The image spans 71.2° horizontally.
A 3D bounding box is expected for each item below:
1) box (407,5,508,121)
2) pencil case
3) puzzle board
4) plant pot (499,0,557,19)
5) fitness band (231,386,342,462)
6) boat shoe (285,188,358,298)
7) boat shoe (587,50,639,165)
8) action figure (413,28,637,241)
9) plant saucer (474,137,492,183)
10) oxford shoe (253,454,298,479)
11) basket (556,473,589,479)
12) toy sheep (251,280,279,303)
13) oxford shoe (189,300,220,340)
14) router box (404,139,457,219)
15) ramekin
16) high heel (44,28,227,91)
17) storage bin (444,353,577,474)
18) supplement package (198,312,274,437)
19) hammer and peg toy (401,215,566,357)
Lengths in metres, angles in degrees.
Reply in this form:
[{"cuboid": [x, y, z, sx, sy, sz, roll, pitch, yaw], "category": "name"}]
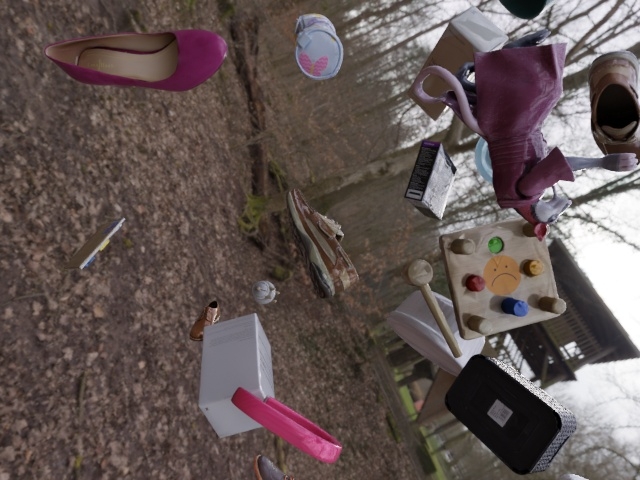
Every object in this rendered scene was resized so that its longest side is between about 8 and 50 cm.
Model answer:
[{"cuboid": [0.406, -0.529, 1.370, 0.148, 0.121, 0.311, 47, -23, 8], "category": "box"}, {"cuboid": [-0.010, -0.492, 1.120, 0.124, 0.113, 0.273, 53, 17, -31], "category": "pencil case"}, {"cuboid": [-0.356, 0.008, 0.704, 0.128, 0.096, 0.011, -5, -44, 51], "category": "puzzle board"}, {"cuboid": [0.504, -0.673, 0.951, 0.293, 0.235, 0.293, 60, 7, -13], "category": "plant pot"}, {"cuboid": [-0.082, 0.441, 1.084, 0.291, 0.054, 0.209, 29, -17, 6], "category": "fitness band"}, {"cuboid": [0.000, 0.000, 1.177, 0.122, 0.120, 0.324, 91, -22, -60], "category": "boat shoe"}, {"cuboid": [0.693, -0.277, 1.049, 0.324, 0.123, 0.116, 47, 52, -34], "category": "boat shoe"}, {"cuboid": [0.360, -0.176, 0.823, 0.248, 0.276, 0.370, 174, -94, -84], "category": "action figure"}, {"cuboid": [0.554, -0.256, 1.326, 0.195, 0.195, 0.037, 62, 12, -6], "category": "plant saucer"}, {"cuboid": [-0.104, 0.785, 1.437, 0.271, 0.098, 0.097, 49, 14, -3], "category": "oxford shoe"}, {"cuboid": [0.399, 0.433, 0.645, 0.167, 0.113, 0.103, 29, 19, -18], "category": "basket"}, {"cuboid": [-0.197, 0.180, 1.559, 0.132, 0.091, 0.091, 73, -9, -65], "category": "toy sheep"}, {"cuboid": [-0.392, 0.268, 1.513, 0.212, 0.076, 0.076, -84, -179, -71], "category": "oxford shoe"}, {"cuboid": [0.255, -0.132, 1.017, 0.046, 0.133, 0.179, 18, -2, 30], "category": "router box"}, {"cuboid": [0.327, 0.251, 1.245, 0.273, 0.127, 0.273, 38, -13, 10], "category": "ramekin"}, {"cuboid": [-0.388, -0.388, 0.945, 0.181, 0.377, 0.127, -6, 92, -64], "category": "high heel"}, {"cuboid": [0.327, 0.299, 0.783, 0.084, 0.122, 0.180, 23, 11, -42], "category": "storage bin"}, {"cuboid": [-0.246, 0.398, 1.345, 0.293, 0.178, 0.175, -104, 180, -54], "category": "supplement package"}, {"cuboid": [0.371, 0.101, 1.045, 0.127, 0.361, 0.265, 179, -103, -83], "category": "hammer and peg toy"}]
